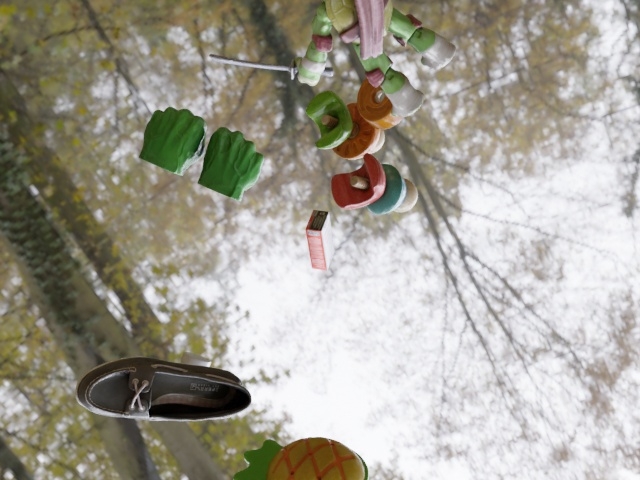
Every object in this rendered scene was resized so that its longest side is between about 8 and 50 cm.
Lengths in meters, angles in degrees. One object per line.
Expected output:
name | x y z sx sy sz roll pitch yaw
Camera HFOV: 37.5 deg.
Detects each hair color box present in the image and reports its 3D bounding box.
hair color box | 0.000 0.000 2.312 0.043 0.141 0.072 8 -134 15

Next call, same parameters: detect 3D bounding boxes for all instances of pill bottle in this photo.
pill bottle | -0.296 0.322 2.097 0.078 0.078 0.137 19 -89 51

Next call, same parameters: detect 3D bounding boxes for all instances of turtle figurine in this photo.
turtle figurine | 0.041 -0.308 1.356 0.275 0.266 0.197 -26 -144 43

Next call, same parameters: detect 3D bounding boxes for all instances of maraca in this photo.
maraca | -0.026 0.320 1.288 0.186 0.099 0.127 4 -147 18

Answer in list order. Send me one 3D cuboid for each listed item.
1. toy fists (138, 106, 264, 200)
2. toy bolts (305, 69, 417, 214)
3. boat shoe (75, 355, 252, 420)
toy fists | -0.259 -0.199 2.088 0.279 0.096 0.142 24 -86 10
toy bolts | 0.110 -0.159 1.614 0.218 0.158 0.228 -27 -116 34
boat shoe | -0.281 0.280 1.758 0.095 0.335 0.112 9 -89 55
